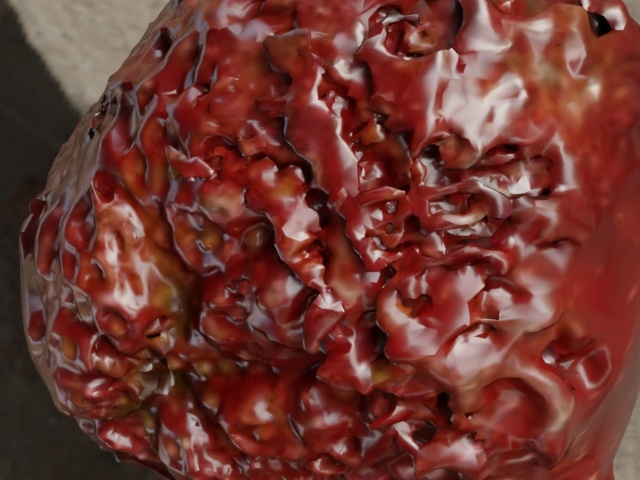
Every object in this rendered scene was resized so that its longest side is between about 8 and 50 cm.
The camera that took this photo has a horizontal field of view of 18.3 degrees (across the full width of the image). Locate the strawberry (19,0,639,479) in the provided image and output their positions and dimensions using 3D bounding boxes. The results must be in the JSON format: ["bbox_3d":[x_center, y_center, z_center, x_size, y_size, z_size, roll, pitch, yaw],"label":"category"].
[{"bbox_3d":[0.000,0.000,0.727,0.274,0.220,0.274,53,153,43],"label":"strawberry"}]
